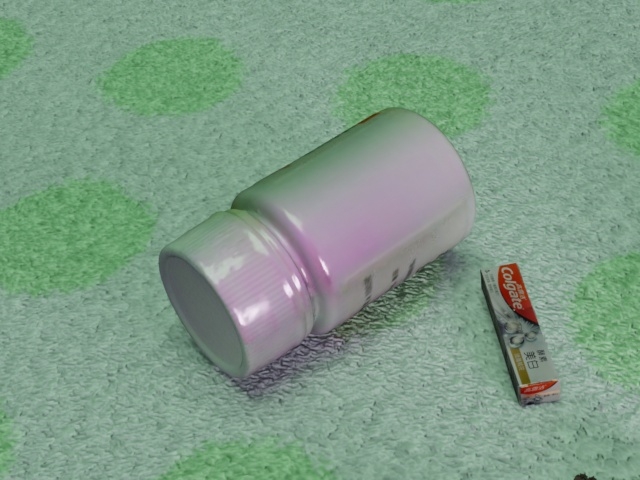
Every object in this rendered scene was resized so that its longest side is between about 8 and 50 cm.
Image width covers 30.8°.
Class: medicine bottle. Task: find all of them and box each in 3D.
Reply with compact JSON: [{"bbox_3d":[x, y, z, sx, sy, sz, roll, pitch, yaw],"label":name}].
[{"bbox_3d":[0.000,0.000,1.522,0.388,0.219,0.219,-33,47,-26],"label":"medicine bottle"}]

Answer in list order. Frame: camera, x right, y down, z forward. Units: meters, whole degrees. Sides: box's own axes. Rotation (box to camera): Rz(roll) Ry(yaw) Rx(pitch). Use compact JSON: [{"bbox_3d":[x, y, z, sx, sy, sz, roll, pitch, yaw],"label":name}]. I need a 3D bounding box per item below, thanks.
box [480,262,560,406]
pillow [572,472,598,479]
[{"bbox_3d":[0.252,0.115,1.482,0.055,0.040,0.218,-9,41,1],"label":"box"},{"bbox_3d":[0.268,0.320,1.233,0.185,0.043,0.118,-34,22,-28],"label":"pillow"}]
